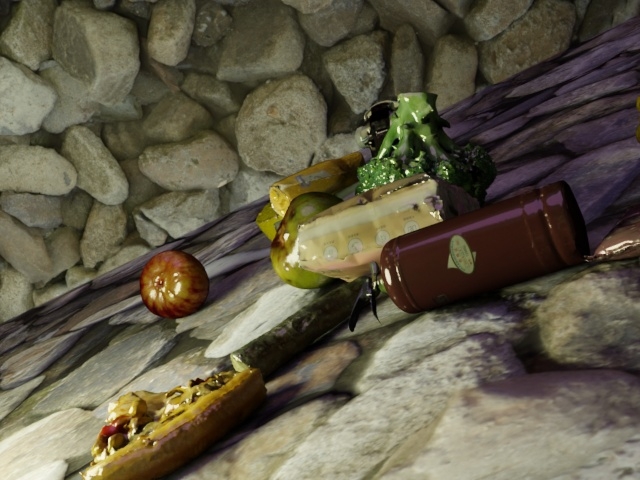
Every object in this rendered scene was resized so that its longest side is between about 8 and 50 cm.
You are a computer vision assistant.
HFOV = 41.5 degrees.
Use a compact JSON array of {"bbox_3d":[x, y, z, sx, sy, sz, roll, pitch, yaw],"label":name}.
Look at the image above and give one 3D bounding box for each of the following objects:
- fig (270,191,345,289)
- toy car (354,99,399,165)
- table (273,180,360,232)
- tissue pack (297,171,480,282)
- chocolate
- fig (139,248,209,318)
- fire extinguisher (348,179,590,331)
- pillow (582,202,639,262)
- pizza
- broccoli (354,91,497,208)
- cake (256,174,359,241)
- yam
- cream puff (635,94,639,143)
[{"bbox_3d":[0.000,0.000,1.570,0.191,0.181,0.181,0,-5,-34],"label":"fig"},{"bbox_3d":[0.201,-0.221,2.005,0.157,0.235,0.172,-18,6,-36],"label":"toy car"},{"bbox_3d":[0.029,-0.027,1.723,0.219,0.126,0.126,-27,11,-6],"label":"table"},{"bbox_3d":[0.114,-0.015,1.355,0.256,0.123,0.215,-17,-18,27],"label":"tissue pack"},{"bbox_3d":[-0.001,-0.123,1.705,0.219,0.086,0.085,-31,13,-29],"label":"chocolate"},{"bbox_3d":[-0.318,0.105,1.849,0.149,0.148,0.202,-3,-26,-8],"label":"fig"},{"bbox_3d":[0.191,0.031,1.162,0.337,0.114,0.136,-19,40,25],"label":"fire extinguisher"},{"bbox_3d":[0.417,-0.019,1.079,0.185,0.043,0.118,-31,6,-41],"label":"pillow"},{"bbox_3d":[-0.194,0.233,1.155,0.251,0.074,0.287,-23,13,-5],"label":"pizza"},{"bbox_3d":[0.195,-0.142,1.575,0.269,0.270,0.270,-4,1,0],"label":"broccoli"},{"bbox_3d":[-0.016,-0.057,1.891,0.260,0.156,0.179,-20,27,50],"label":"cake"},{"bbox_3d":[-0.019,0.129,1.288,0.274,0.061,0.061,-31,13,-32],"label":"yam"},{"bbox_3d":[0.585,-0.219,1.399,0.121,0.156,0.156,-2,18,17],"label":"cream puff"}]
